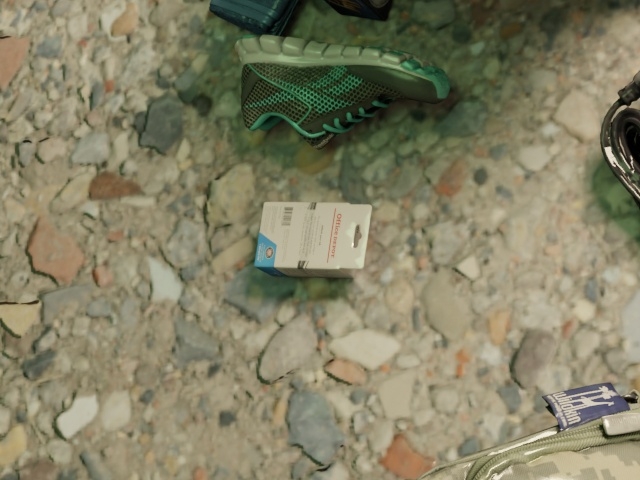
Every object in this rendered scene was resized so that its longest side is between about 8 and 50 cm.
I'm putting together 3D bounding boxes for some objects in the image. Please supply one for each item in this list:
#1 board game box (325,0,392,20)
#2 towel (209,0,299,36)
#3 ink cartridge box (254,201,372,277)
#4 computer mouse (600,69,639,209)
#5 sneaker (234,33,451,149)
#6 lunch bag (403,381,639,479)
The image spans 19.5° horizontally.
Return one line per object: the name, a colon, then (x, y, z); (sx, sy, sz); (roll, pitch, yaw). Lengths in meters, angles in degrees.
board game box: (0.031, -0.295, 1.281); (0.042, 0.165, 0.243); (13, 81, 30)
towel: (-0.031, -0.209, 1.363); (0.067, 0.029, 0.119); (25, 87, 30)
ink cartridge box: (0.000, 0.000, 1.282); (0.083, 0.028, 0.048); (2, 75, 27)
computer mouse: (0.303, -0.074, 1.145); (0.262, 0.060, 0.184); (-37, 66, 24)
sneaker: (0.014, -0.100, 1.299); (0.166, 0.065, 0.076); (9, 95, 31)
lunch bag: (0.126, 0.261, 1.049); (0.256, 0.212, 0.305); (-19, 66, 1)
